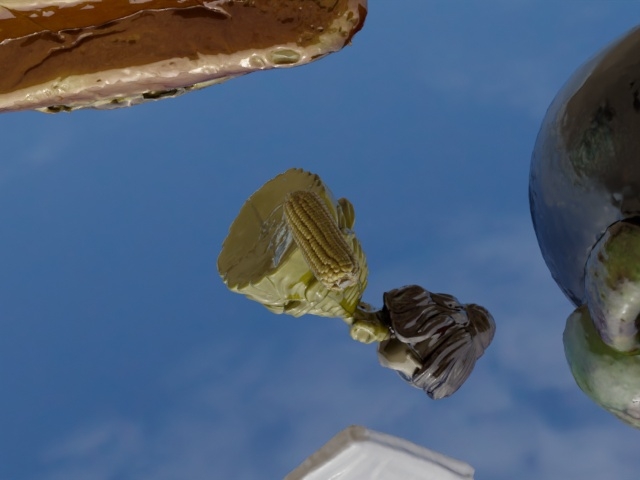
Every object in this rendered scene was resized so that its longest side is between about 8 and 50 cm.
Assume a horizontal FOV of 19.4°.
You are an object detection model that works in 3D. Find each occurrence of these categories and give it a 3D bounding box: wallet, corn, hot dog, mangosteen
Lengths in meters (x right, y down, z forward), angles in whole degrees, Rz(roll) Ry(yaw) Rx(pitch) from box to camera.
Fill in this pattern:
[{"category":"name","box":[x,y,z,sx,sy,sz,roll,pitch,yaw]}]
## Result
[{"category":"wallet","box":[0.038,0.205,1.496,0.124,0.183,0.032,-42,-128,17]},{"category":"corn","box":[0.000,0.000,1.432,0.037,0.037,0.092,-21,-120,-13]},{"category":"hot dog","box":[-0.101,-0.123,0.998,0.269,0.115,0.072,-7,-153,11]},{"category":"mangosteen","box":[0.218,-0.015,1.032,0.243,0.243,0.243,-12,-153,6]}]

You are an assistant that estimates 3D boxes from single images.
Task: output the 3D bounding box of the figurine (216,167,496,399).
[{"category":"figurine","box":[0.051,0.076,2.146,0.168,0.315,0.187,-57,-154,-14]}]
